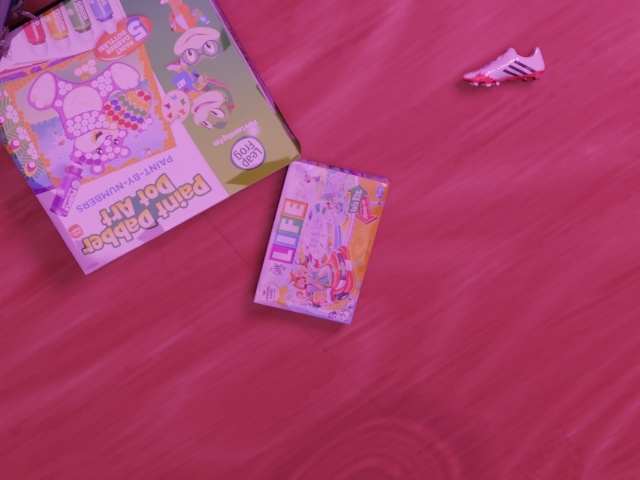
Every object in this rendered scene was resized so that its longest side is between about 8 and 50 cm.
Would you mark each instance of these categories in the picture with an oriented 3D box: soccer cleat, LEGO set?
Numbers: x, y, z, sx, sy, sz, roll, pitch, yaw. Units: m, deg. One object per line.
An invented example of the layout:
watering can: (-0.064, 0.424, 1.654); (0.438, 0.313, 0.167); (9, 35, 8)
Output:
soccer cleat: (0.180, -0.172, 1.528); (0.083, 0.029, 0.035); (-7, 98, -4)
LEGO set: (-0.295, -0.239, 1.462); (0.083, 0.023, 0.054); (31, 88, 28)

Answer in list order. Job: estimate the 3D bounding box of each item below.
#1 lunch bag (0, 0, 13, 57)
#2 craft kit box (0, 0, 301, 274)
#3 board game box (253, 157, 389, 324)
lunch bag: (-0.392, -0.229, 1.423); (0.219, 0.090, 0.176); (20, 101, 11)
craft kit box: (-0.185, -0.130, 1.510); (0.250, 0.061, 0.246); (-29, 108, 6)
board game box: (0.000, 0.000, 1.569); (0.103, 0.026, 0.154); (13, 105, -6)
